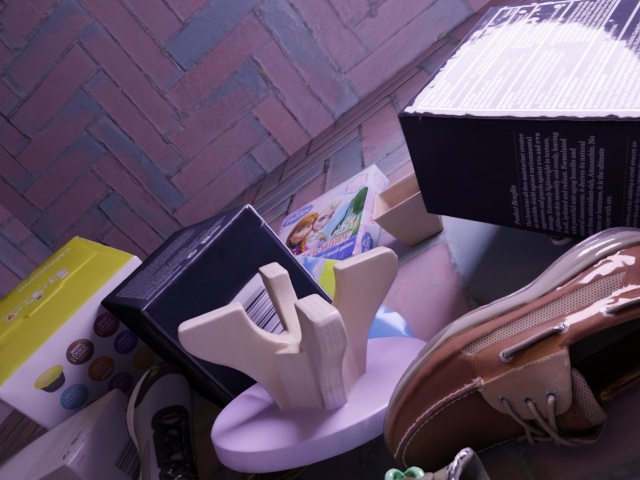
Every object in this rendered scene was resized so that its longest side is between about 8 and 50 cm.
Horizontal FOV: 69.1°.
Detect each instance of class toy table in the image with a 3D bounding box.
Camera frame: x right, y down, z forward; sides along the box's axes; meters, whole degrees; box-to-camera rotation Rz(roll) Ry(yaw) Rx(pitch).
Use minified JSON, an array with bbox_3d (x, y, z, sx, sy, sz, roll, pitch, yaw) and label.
[{"bbox_3d":[-0.009,0.121,0.532,0.274,0.161,0.252,-23,14,-26],"label":"toy table"}]

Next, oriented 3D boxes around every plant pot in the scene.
[{"bbox_3d":[0.172,-0.054,0.876,0.109,0.096,0.109,-31,21,24],"label":"plant pot"}]

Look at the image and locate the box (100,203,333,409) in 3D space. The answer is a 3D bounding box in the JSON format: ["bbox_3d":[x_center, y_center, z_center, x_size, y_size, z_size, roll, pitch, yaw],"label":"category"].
[{"bbox_3d":[-0.172,0.137,0.811,0.212,0.294,0.395,-50,21,-26],"label":"box"}]

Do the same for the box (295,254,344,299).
[{"bbox_3d":[0.005,0.088,0.864,0.178,0.042,0.109,5,72,50],"label":"box"}]

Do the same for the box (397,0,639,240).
[{"bbox_3d":[0.311,-0.167,0.596,0.293,0.183,0.296,16,55,40],"label":"box"}]

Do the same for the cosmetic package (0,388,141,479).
[{"bbox_3d":[-0.426,0.434,0.795,0.365,0.197,0.155,-32,21,22],"label":"cosmetic package"}]

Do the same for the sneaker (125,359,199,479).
[{"bbox_3d":[-0.213,0.310,0.664,0.107,0.272,0.100,-5,-7,43],"label":"sneaker"}]

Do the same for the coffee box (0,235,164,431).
[{"bbox_3d":[-0.515,0.234,1.058,0.338,0.335,0.338,11,52,42],"label":"coffee box"}]

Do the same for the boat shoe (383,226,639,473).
[{"bbox_3d":[0.193,0.118,0.415,0.324,0.123,0.116,-43,25,11],"label":"boat shoe"}]

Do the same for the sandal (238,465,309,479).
[{"bbox_3d":[-0.058,0.309,0.597,0.180,0.049,0.072,-48,8,26],"label":"sandal"}]

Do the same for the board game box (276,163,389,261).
[{"bbox_3d":[0.000,0.000,1.090,0.318,0.066,0.318,-28,29,34],"label":"board game box"}]

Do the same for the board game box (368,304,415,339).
[{"bbox_3d":[0.051,0.165,0.658,0.133,0.033,0.169,22,58,33],"label":"board game box"}]

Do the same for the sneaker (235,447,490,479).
[{"bbox_3d":[0.069,0.252,0.373,0.410,0.158,0.182,-10,21,49],"label":"sneaker"}]

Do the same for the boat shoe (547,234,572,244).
[{"bbox_3d":[0.342,-0.049,0.624,0.125,0.038,0.046,-46,19,-14],"label":"boat shoe"}]
